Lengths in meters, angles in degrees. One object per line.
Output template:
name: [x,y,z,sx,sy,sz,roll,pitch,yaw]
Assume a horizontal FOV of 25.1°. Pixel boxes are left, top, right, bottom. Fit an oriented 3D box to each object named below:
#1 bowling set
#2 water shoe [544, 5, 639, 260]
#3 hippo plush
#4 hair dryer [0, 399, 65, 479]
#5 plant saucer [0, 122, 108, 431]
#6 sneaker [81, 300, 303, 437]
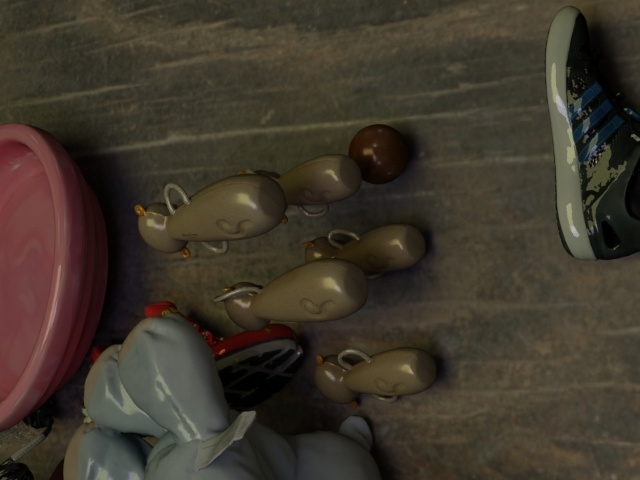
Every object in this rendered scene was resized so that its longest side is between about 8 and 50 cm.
bowling set: [0.000,0.000,1.273,0.154,0.287,0.200,-13,36,43]
water shoe: [0.225,-0.086,1.138,0.080,0.073,0.203,-5,89,18]
hippo plush: [-0.059,0.186,1.249,0.294,0.236,0.234,-22,67,47]
hair dryer: [-0.303,0.282,1.479,0.293,0.223,0.080,27,146,46]
plant saucer: [-0.326,0.043,1.544,0.332,0.084,0.332,-17,68,49]
sneaker: [-0.139,0.112,1.406,0.279,0.107,0.118,-19,66,35]
